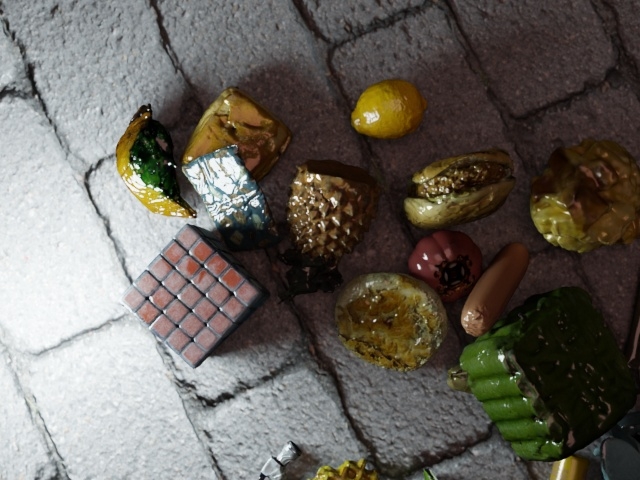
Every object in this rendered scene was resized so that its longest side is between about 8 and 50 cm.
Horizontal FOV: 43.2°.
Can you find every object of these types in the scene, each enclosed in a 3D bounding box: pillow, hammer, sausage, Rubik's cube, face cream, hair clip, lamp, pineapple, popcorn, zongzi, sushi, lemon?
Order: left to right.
[{"bbox_3d":[-0.394,-0.171,1.901,0.140,0.149,0.287,-25,86,14],"label":"sushi"},{"bbox_3d":[-0.278,0.123,1.848,0.238,0.237,0.237,44,90,2],"label":"Rubik's cube"},{"bbox_3d":[-0.201,-0.089,1.871,0.189,0.034,0.256,-13,110,40],"label":"pillow"},{"bbox_3d":[0.002,0.000,1.880,0.223,0.223,0.357,18,107,1],"label":"pineapple"},{"bbox_3d":[0.028,0.668,1.912,0.427,0.044,0.152,42,89,2],"label":"hammer"},{"bbox_3d":[0.160,-0.308,1.915,0.187,0.142,0.142,-17,87,10],"label":"lemon"},{"bbox_3d":[0.290,0.058,1.896,0.182,0.140,0.182,-5,113,-11],"label":"lamp"},{"bbox_3d":[0.387,0.281,1.913,0.160,0.078,0.176,13,80,-6],"label":"zongzi"},{"bbox_3d":[0.402,0.107,1.848,0.086,0.086,0.289,41,52,2],"label":"sausage"},{"bbox_3d":[0.558,0.634,1.890,0.078,0.078,0.273,15,87,1],"label":"face cream"},{"bbox_3d":[0.632,-0.102,1.871,0.332,0.225,0.265,12,99,-20],"label":"popcorn"},{"bbox_3d":[0.777,0.149,1.934,0.168,0.044,0.440,15,87,0],"label":"hammer"},{"bbox_3d":[0.755,0.548,1.814,0.392,0.238,0.318,-18,86,-1],"label":"hair clip"}]

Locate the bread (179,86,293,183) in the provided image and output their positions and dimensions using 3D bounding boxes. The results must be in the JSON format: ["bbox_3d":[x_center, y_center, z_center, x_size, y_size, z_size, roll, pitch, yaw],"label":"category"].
[{"bbox_3d":[-0.205,-0.228,1.932,0.210,0.099,0.235,38,88,2],"label":"bread"}]

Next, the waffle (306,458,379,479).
[{"bbox_3d":[0.055,0.643,1.871,0.245,0.052,0.254,-16,83,-17],"label":"waffle"}]

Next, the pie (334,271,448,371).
[{"bbox_3d":[0.160,0.188,1.877,0.274,0.055,0.274,7,116,14],"label":"pie"}]

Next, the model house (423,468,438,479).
[{"bbox_3d":[0.345,0.666,1.829,0.154,0.207,0.294,-11,87,-3],"label":"model house"}]

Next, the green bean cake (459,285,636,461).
[{"bbox_3d":[0.518,0.289,1.796,0.319,0.218,0.335,-34,93,-25],"label":"green bean cake"}]

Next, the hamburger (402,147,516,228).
[{"bbox_3d":[0.313,-0.109,1.829,0.259,0.283,0.145,-12,79,4],"label":"hamburger"}]
